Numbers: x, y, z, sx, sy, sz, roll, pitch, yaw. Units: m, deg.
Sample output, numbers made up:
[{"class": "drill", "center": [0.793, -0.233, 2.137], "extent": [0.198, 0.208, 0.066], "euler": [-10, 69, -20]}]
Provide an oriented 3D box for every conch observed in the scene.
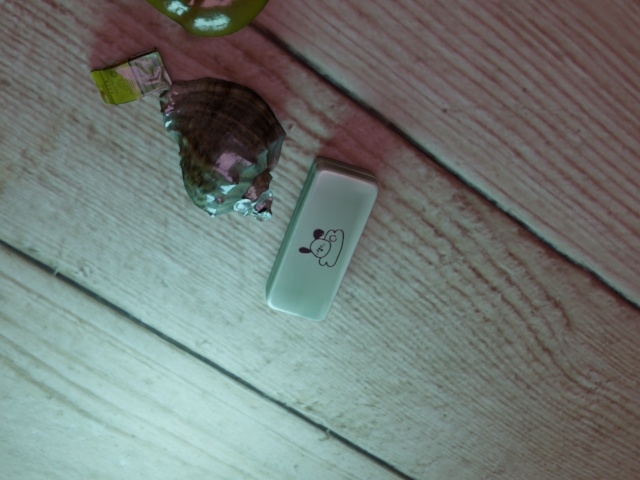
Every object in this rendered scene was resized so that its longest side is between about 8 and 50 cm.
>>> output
[{"class": "conch", "center": [-0.169, -0.158, 1.655], "extent": [0.210, 0.159, 0.291], "euler": [-35, 112, 10]}]

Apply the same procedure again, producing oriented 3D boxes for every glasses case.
[{"class": "glasses case", "center": [0.000, 0.000, 1.799], "extent": [0.131, 0.070, 0.313], "euler": [17, 111, -15]}]

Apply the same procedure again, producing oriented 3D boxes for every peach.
[{"class": "peach", "center": [-0.185, -0.465, 1.522], "extent": [0.251, 0.153, 0.251], "euler": [-4, 122, -6]}]

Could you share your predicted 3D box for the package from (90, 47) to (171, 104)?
[{"class": "package", "center": [-0.335, -0.286, 1.635], "extent": [0.131, 0.047, 0.071], "euler": [-19, 118, -1]}]
